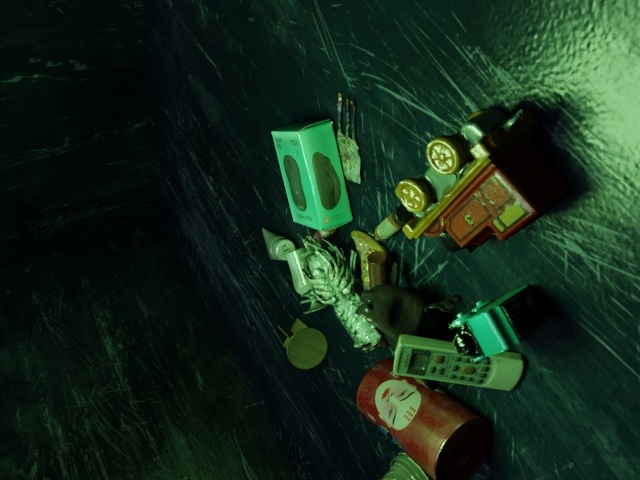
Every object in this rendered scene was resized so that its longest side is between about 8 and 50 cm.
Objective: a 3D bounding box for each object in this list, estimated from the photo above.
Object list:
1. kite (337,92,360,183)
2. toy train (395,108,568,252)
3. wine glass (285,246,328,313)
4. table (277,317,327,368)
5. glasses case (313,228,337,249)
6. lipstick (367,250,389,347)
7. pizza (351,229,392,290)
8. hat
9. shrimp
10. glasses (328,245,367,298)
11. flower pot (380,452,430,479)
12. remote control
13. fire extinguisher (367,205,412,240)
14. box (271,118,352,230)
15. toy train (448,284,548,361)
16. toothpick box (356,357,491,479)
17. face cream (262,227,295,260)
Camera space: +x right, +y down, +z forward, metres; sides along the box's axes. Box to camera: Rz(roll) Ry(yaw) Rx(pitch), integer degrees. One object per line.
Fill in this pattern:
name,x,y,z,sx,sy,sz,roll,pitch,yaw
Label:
kite,0.074,-0.279,1.484,0.141,0.015,0.245,42,145,46
toy train,0.301,-0.102,1.027,0.232,0.163,0.369,52,151,12
wine glass,-0.052,0.142,1.958,0.103,0.103,0.231,-25,84,64
table,-0.089,0.405,2.196,0.226,0.167,0.167,-158,50,-68
glasses case,0.000,0.000,1.775,0.049,0.073,0.194,54,151,15
lipstick,0.174,0.180,1.556,0.057,0.057,0.357,42,151,43
pizza,0.141,0.075,1.588,0.185,0.052,0.195,42,143,46
hat,0.250,0.208,1.394,0.336,0.209,0.238,48,174,-25
shrimp,0.041,0.139,1.583,0.411,0.221,0.166,57,-174,5
glasses,0.059,0.143,1.757,0.220,0.088,0.190,46,147,38
flower pot,0.281,0.862,1.830,0.235,0.140,0.236,45,145,43
remote control,0.312,0.284,1.230,0.038,0.285,0.124,-74,-8,-47
fire extinguisher,0.179,-0.038,1.425,0.062,0.050,0.177,40,152,-2
box,-0.028,-0.199,1.622,0.205,0.118,0.312,19,126,58
toy train,0.358,0.168,1.085,0.154,0.197,0.107,-41,74,50
toothpick box,0.274,0.489,1.480,0.333,0.204,0.204,27,133,54
face cream,-0.176,0.023,2.147,0.314,0.089,0.143,-165,57,-72
